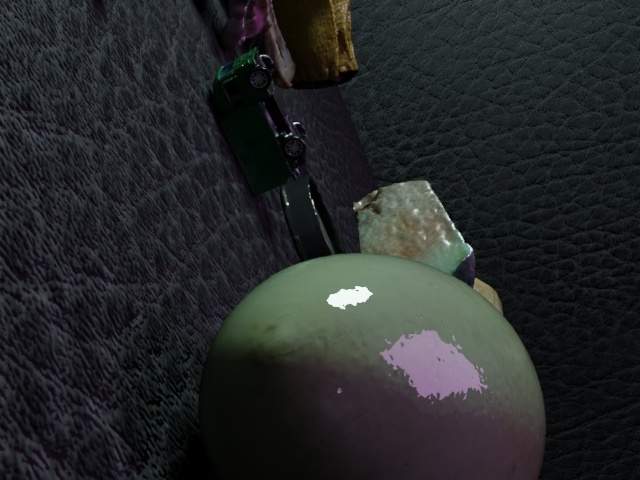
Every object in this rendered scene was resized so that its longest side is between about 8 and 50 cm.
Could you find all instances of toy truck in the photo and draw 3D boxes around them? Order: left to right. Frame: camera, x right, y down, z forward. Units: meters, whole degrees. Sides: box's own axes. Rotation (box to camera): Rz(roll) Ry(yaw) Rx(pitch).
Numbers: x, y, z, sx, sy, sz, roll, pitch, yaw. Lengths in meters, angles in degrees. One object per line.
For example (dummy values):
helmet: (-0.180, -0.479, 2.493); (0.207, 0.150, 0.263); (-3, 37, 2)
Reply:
toy truck: (-0.067, -0.136, 1.202); (0.065, 0.079, 0.147); (-91, 159, -65)

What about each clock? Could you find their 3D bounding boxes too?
clock: (0.000, 0.000, 1.431); (0.184, 0.040, 0.185); (-22, 90, -82)

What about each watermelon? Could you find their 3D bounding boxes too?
watermelon: (0.124, 0.060, 1.428); (0.264, 0.151, 0.302); (78, 8, -59)

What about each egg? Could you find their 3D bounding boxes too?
egg: (0.030, 0.112, 0.706); (0.295, 0.218, 0.219); (40, 28, -55)

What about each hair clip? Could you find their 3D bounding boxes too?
hair clip: (-0.080, -0.304, 1.447); (0.300, 0.069, 0.173); (83, 23, -64)

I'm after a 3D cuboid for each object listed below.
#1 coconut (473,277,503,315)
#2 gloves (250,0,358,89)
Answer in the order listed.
coconut: (0.167, 0.146, 1.664); (0.197, 0.237, 0.237); (23, -23, 35)
gloves: (-0.052, -0.390, 1.603); (0.203, 0.155, 0.356); (16, -40, 56)
